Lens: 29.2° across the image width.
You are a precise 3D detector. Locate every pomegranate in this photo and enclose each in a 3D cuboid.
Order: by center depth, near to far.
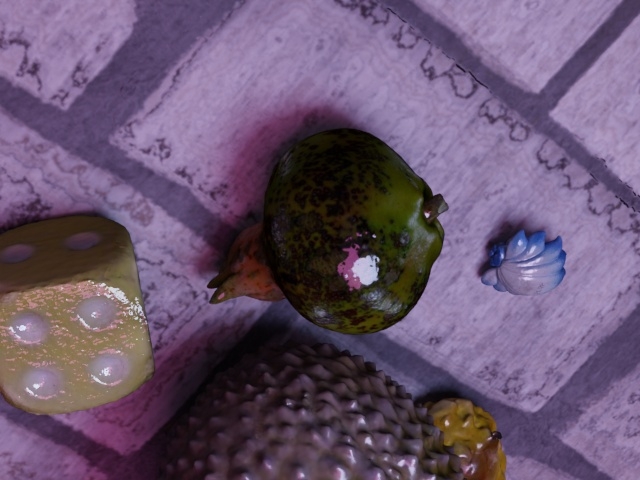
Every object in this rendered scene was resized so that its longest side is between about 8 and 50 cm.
[{"bbox_3d":[0.010,0.006,1.401,0.204,0.222,0.276,13,145,-28],"label":"pomegranate"}]

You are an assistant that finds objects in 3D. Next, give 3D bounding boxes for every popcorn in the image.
[{"bbox_3d":[0.177,0.286,1.611,0.148,0.152,0.167,-48,120,-20],"label":"popcorn"}]

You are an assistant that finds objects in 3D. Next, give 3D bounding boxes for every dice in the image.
[{"bbox_3d":[-0.280,0.079,1.362,0.169,0.169,0.166,-10,119,-9],"label":"dice"}]

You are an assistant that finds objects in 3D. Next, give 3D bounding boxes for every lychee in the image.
[{"bbox_3d":[-0.005,0.316,1.441,0.432,0.380,0.380,23,115,21],"label":"lychee"}]

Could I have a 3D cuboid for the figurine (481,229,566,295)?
[{"bbox_3d":[0.264,0.031,1.539,0.114,0.079,0.114,-12,136,-11],"label":"figurine"}]
